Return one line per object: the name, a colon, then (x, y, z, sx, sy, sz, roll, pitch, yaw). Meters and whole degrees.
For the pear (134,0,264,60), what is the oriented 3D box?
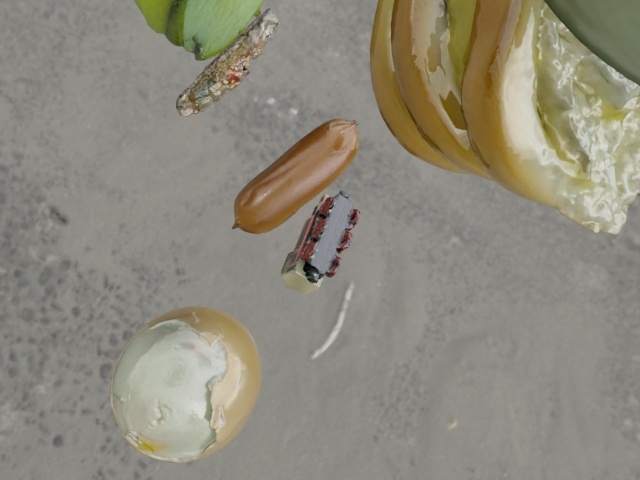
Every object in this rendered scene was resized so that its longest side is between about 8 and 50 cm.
pear: (-0.182, -0.340, 0.975, 0.292, 0.159, 0.292, 44, 4, -4)

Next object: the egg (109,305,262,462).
egg: (-0.179, 0.192, 1.264, 0.201, 0.201, 0.244, 41, 23, 3)

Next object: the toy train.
toy train: (0.000, 0.000, 1.174, 0.050, 0.087, 0.138, 34, 58, -21)

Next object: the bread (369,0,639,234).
bread: (0.163, -0.192, 0.686, 0.211, 0.316, 0.270, 18, 13, -42)

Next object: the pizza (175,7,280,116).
pizza: (-0.123, -0.256, 1.300, 0.052, 0.195, 0.185, 43, 33, -14)

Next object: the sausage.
sausage: (-0.028, -0.067, 0.993, 0.062, 0.183, 0.054, 53, 10, -5)

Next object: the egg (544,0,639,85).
egg: (0.224, -0.160, 0.429, 0.295, 0.218, 0.218, 35, 38, -13)
